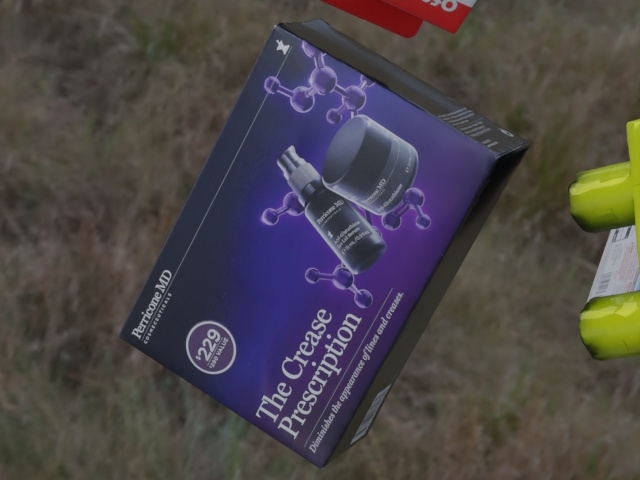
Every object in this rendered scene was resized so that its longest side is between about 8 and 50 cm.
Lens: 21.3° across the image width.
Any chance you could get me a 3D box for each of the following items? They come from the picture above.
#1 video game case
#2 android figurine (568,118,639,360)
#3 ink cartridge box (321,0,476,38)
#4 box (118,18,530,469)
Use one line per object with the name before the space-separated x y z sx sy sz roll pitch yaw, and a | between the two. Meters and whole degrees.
video game case | 0.317 0.009 1.536 0.019 0.143 0.157 54 39 -24
android figurine | 0.264 -0.004 0.995 0.056 0.273 0.248 4 80 -42
ink cartridge box | 0.064 -0.232 1.129 0.134 0.231 0.078 22 31 -17
box | 0.000 0.000 1.216 0.184 0.261 0.103 32 18 14
